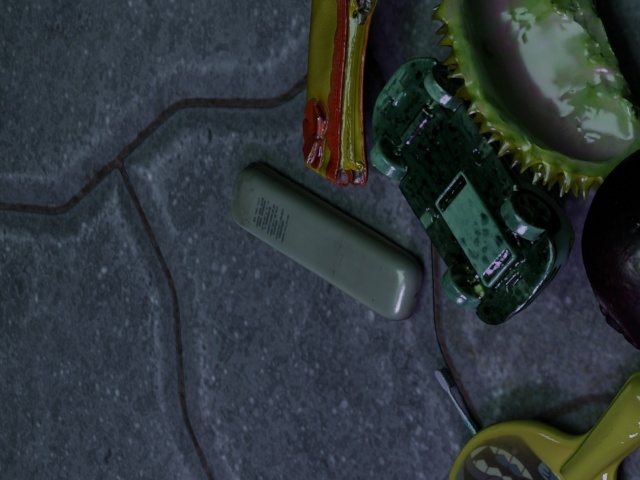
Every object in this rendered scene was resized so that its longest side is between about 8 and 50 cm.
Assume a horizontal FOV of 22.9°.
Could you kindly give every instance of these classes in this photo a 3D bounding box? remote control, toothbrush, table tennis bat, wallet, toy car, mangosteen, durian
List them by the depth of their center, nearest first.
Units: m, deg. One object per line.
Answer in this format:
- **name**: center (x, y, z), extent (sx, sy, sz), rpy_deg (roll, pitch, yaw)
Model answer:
- **mangosteen**: center (0.365, -0.009, 1.429), extent (0.265, 0.228, 0.228), rpy_deg (-47, 65, 16)
- **durian**: center (0.218, -0.197, 1.572), extent (0.169, 0.158, 0.351), rpy_deg (-27, 76, 33)
- **toy car**: center (0.168, -0.058, 1.670), extent (0.136, 0.125, 0.305), rpy_deg (-53, 52, 37)
- **table tennis bat**: center (0.266, 0.265, 1.699), extent (0.224, 0.054, 0.368), rpy_deg (49, 132, 16)
- **wallet**: center (0.019, -0.185, 1.789), extent (0.141, 0.067, 0.241), rpy_deg (-134, 45, -71)
- **toothbrush**: center (0.178, 0.218, 1.806), extent (0.011, 0.014, 0.167), rpy_deg (-45, 70, 43)
- **remote control**: center (0.001, -0.001, 1.911), extent (0.309, 0.038, 0.090), rpy_deg (31, 119, 36)
